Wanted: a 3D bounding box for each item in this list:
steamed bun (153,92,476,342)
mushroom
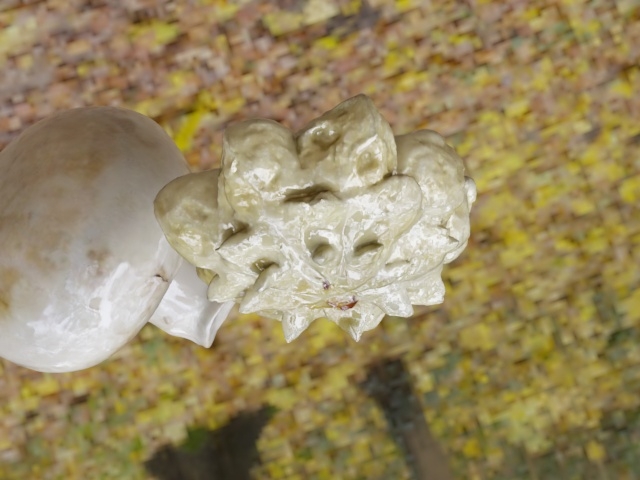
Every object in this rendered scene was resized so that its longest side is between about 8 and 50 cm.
[{"bbox_3d":[0.000,0.000,1.444,0.292,0.137,0.295,7,149,-20],"label":"steamed bun"},{"bbox_3d":[-0.229,0.018,1.717,0.297,0.298,0.290,-29,131,35],"label":"mushroom"}]
